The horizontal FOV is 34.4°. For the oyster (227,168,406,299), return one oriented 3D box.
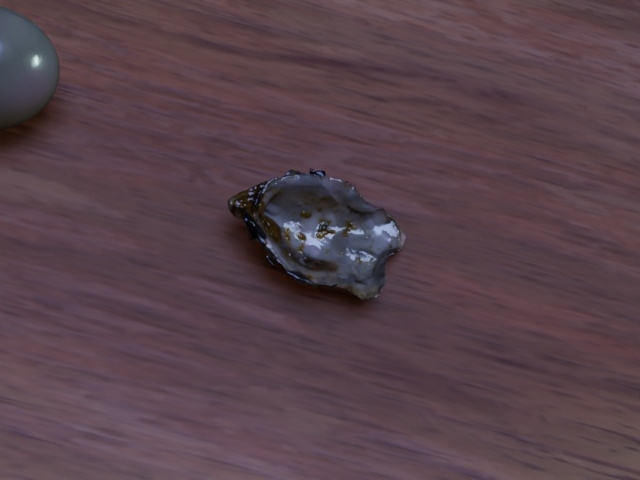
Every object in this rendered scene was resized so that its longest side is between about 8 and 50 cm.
[{"bbox_3d":[-0.006,-0.007,0.851,0.148,0.051,0.103,33,58,-12],"label":"oyster"}]

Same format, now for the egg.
[{"bbox_3d":[-0.280,-0.139,0.832,0.135,0.103,0.103,-2,64,-11],"label":"egg"}]
